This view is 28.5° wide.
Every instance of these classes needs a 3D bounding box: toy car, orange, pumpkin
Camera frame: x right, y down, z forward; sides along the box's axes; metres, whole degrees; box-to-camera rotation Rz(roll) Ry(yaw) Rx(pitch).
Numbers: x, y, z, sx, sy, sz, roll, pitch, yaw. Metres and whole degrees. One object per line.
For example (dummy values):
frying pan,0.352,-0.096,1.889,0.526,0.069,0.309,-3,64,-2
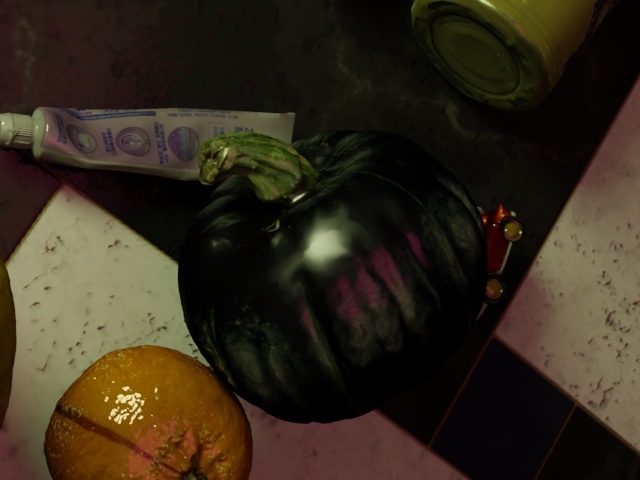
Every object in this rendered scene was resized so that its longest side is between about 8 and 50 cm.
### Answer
toy car,0.141,0.014,1.346,0.112,0.112,0.139,30,67,-9
orange,-0.153,0.191,1.153,0.193,0.161,0.193,2,85,-29
pumpkin,0.000,0.000,1.148,0.296,0.296,0.295,-1,91,-28

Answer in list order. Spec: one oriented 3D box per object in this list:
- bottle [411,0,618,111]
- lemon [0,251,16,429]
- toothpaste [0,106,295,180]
bottle,0.265,-0.317,1.357,0.171,0.171,0.351,47,71,-21
lemon,-0.388,0.080,0.934,0.348,0.348,0.348,-1,91,-28
toothpaste,-0.161,-0.095,1.207,0.301,0.048,0.075,3,79,-30
